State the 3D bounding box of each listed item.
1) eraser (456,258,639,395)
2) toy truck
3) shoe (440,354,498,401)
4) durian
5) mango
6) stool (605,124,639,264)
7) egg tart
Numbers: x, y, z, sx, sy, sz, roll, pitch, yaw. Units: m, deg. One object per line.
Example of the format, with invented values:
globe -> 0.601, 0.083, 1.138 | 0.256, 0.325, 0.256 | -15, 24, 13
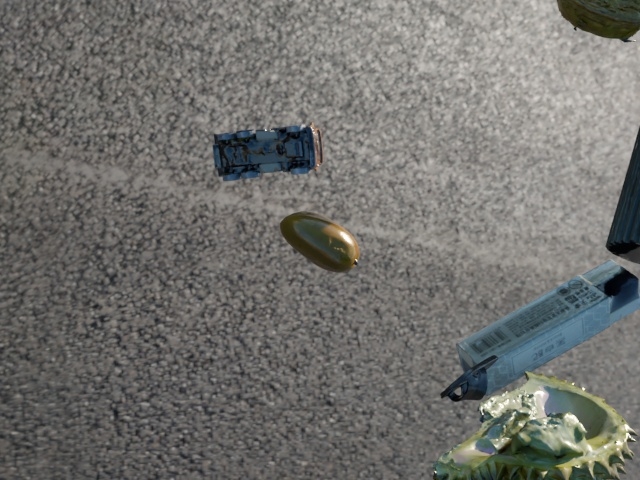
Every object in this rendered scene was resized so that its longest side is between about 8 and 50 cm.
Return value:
eraser -> 0.481, 0.178, 1.662 | 0.403, 0.098, 0.096 | -26, 127, -13
toy truck -> -0.090, -0.149, 1.327 | 0.092, 0.192, 0.083 | -29, 114, -70
shoe -> 0.279, 0.254, 1.411 | 0.159, 0.062, 0.053 | -23, 68, -45
durian -> 0.262, 0.246, 0.942 | 0.306, 0.172, 0.166 | -15, 69, -44
mango -> 0.000, 0.000, 1.026 | 0.114, 0.080, 0.060 | 34, 90, -15
stool -> 0.754, -0.115, 1.586 | 0.297, 0.297, 0.330 | 18, 82, -35
egg tart -> 0.432, -0.373, 1.206 | 0.212, 0.090, 0.213 | 11, 44, -11
